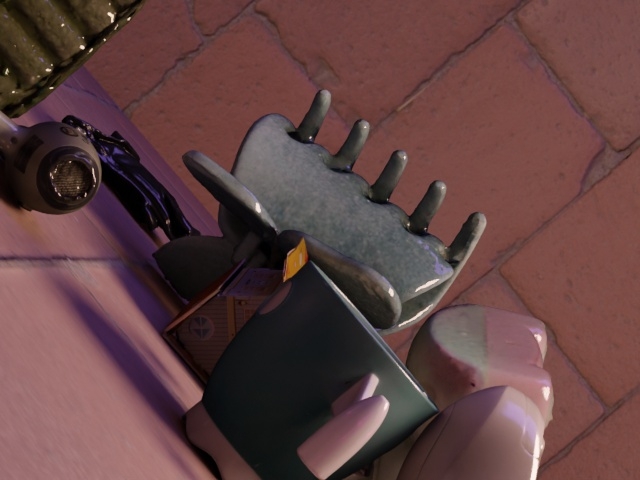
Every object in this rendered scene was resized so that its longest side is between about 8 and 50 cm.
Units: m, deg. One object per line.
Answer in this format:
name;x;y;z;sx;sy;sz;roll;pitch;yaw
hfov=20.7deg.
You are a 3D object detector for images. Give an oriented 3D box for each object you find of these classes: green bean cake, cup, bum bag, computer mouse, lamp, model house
green bean cake;-0.296;-0.252;1.813;0.132;0.241;0.255;48;1;-21
cup;-0.019;0.133;1.457;0.167;0.173;0.299;50;1;-15
bum bag;-0.261;-0.086;2.413;0.248;0.060;0.123;49;2;-5
computer mouse;0.109;0.258;1.440;0.121;0.297;0.184;13;-22;5
lamp;0.124;0.228;1.928;0.247;0.301;0.247;11;27;-6
model house;-0.088;0.108;1.792;0.219;0.136;0.207;-55;145;-75

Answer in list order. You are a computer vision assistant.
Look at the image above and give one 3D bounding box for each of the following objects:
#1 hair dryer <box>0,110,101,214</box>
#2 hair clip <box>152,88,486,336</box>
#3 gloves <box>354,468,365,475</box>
hair dryer;-0.296;-0.100;1.589;0.225;0.088;0.219;34;-5;-4
hair clip;0.000;0.000;2.067;0.318;0.238;0.392;39;-31;12
gloves;0.098;0.291;2.300;0.285;0.142;0.119;49;-27;-12
